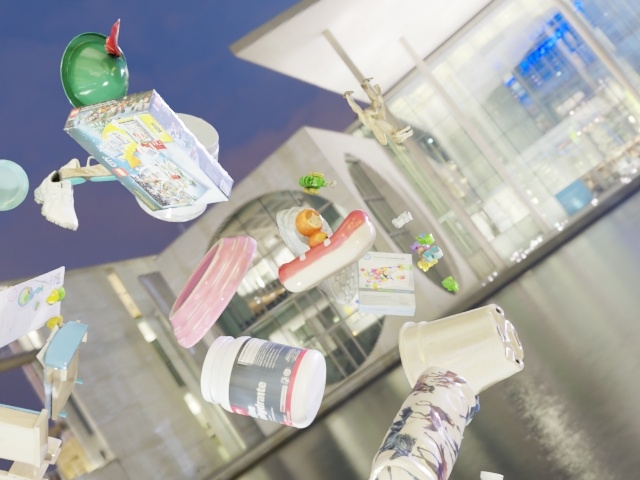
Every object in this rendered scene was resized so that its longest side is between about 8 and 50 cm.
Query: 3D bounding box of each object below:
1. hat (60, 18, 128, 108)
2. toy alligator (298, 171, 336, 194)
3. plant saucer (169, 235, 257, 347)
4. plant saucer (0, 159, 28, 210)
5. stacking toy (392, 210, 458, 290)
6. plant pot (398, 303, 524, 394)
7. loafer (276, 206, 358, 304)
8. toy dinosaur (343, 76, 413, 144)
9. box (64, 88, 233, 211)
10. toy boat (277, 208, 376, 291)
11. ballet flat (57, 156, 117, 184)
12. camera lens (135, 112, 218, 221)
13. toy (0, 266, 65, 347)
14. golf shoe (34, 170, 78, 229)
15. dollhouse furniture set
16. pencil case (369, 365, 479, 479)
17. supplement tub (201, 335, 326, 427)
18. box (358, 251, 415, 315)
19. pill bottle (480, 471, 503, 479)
[{"bbox_3d":[-0.396,-0.331,1.374,0.183,0.173,0.208,7,9,28],"label":"hat"},{"bbox_3d":[-0.019,-0.158,1.863,0.051,0.056,0.189,15,-3,-24],"label":"toy alligator"},{"bbox_3d":[-0.290,0.117,1.785,0.332,0.084,0.332,-50,15,19],"label":"plant saucer"},{"bbox_3d":[-0.751,-0.131,1.616,0.119,0.119,0.021,-29,29,-34],"label":"plant saucer"},{"bbox_3d":[0.276,0.024,1.768,0.052,0.167,0.221,-35,22,-3],"label":"stacking toy"},{"bbox_3d":[0.467,0.362,2.202,0.305,0.334,0.333,-28,-5,26],"label":"plant pot"},{"bbox_3d":[-0.003,0.037,1.669,0.111,0.319,0.112,13,54,41],"label":"loafer"},{"bbox_3d":[0.071,-0.182,0.993,0.053,0.093,0.183,-29,24,-4],"label":"toy dinosaur"},{"bbox_3d":[-0.267,-0.135,1.099,0.159,0.044,0.233,-6,-33,24],"label":"box"},{"bbox_3d":[0.000,0.000,1.464,0.231,0.151,0.151,-32,-7,13],"label":"toy boat"},{"bbox_3d":[-0.626,-0.187,1.830,0.206,0.067,0.073,-9,-6,-18],"label":"ballet flat"},{"bbox_3d":[-0.427,-0.210,2.047,0.219,0.219,0.274,-26,-34,-45],"label":"camera lens"},{"bbox_3d":[-0.656,0.142,1.492,0.237,0.056,0.137,-28,-46,-65],"label":"toy"},{"bbox_3d":[-0.587,-0.094,1.547,0.069,0.176,0.086,18,-70,-53],"label":"golf shoe"},{"bbox_3d":[-0.663,0.349,1.536,0.303,0.198,0.287,-81,7,-54],"label":"dollhouse furniture set"},{"bbox_3d":[0.241,0.459,1.550,0.159,0.184,0.410,-27,8,31],"label":"pencil case"},{"bbox_3d":[-0.138,0.345,1.708,0.272,0.191,0.191,9,0,16],"label":"supplement tub"},{"bbox_3d":[0.171,0.111,1.802,0.145,0.186,0.038,4,-45,0],"label":"box"},{"bbox_3d":[0.504,0.780,2.055,0.087,0.087,0.160,117,166,-71],"label":"pill bottle"}]
